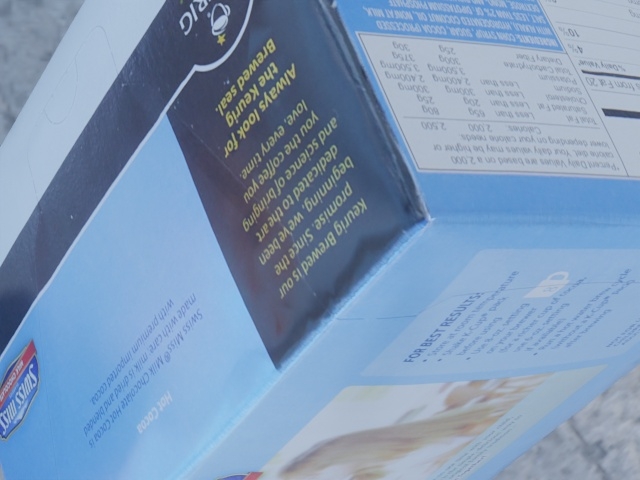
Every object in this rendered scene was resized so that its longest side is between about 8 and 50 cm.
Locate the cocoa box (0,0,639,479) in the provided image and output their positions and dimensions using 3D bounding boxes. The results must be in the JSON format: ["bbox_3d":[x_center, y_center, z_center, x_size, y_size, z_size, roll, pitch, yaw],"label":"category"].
[{"bbox_3d":[0.000,0.000,0.664,0.347,0.231,0.228,-49,53,41],"label":"cocoa box"}]
